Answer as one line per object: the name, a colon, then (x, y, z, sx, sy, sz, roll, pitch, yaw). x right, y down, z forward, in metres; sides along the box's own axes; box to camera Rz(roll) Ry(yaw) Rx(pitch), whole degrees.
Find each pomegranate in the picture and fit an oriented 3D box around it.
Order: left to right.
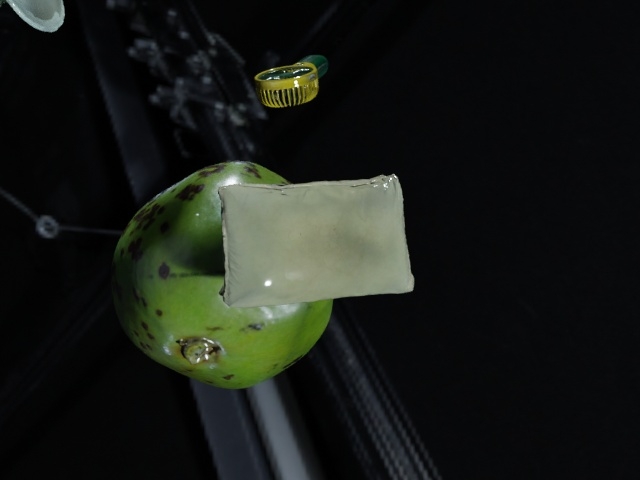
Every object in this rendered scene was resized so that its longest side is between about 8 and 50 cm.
pomegranate: (-0.094, 0.028, 1.150, 0.254, 0.254, 0.270, -35, -162, 41)

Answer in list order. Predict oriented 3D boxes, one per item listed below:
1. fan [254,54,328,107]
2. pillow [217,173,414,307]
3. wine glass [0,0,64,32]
fan: (-0.029, -0.213, 1.404, 0.082, 0.155, 0.039, 1, -66, 24)
pillow: (0.000, 0.000, 1.007, 0.053, 0.208, 0.119, -15, -99, 62)
wine glass: (-0.363, -0.194, 0.996, 0.231, 0.103, 0.103, -23, -113, 19)
